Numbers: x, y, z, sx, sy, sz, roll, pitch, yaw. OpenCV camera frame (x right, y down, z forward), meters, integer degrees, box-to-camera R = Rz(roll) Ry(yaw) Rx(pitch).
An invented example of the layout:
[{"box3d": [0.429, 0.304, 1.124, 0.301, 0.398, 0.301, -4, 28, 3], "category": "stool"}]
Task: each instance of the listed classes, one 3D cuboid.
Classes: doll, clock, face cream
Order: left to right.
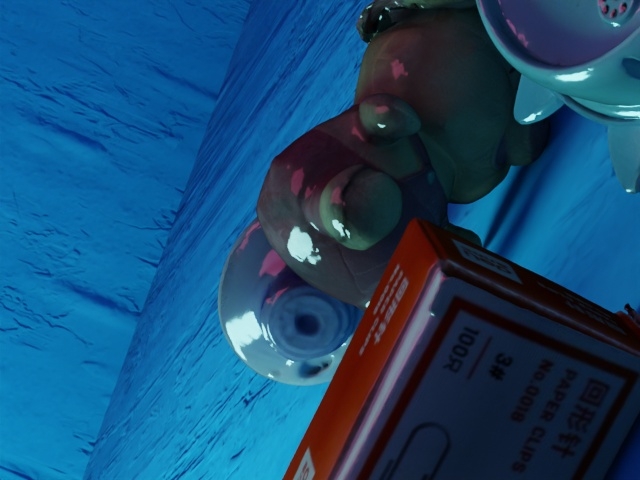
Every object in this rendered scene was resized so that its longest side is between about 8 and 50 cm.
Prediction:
[{"box3d": [0.000, 0.000, 1.413, 0.420, 0.137, 0.235, -75, 11, -73], "category": "face cream"}, {"box3d": [0.071, -0.075, 1.103, 0.256, 0.152, 0.196, -59, -2, -23], "category": "doll"}, {"box3d": [0.166, -0.168, 0.822, 0.223, 0.094, 0.274, 40, 116, 53], "category": "clock"}]

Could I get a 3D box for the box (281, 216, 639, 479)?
[{"box3d": [0.070, 0.098, 0.805, 0.182, 0.133, 0.099, -62, 13, 11], "category": "box"}]
